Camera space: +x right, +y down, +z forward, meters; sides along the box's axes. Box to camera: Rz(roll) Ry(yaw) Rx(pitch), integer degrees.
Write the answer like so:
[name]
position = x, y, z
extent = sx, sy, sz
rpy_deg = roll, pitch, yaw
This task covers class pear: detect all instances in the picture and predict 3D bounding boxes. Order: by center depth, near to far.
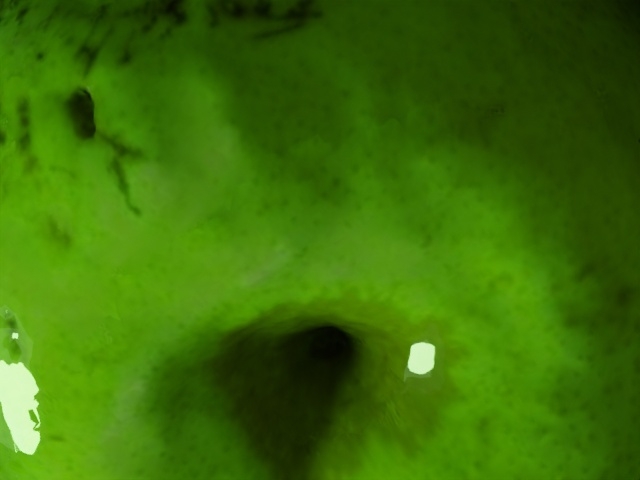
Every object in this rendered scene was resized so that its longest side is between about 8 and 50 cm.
[pear]
position = 0.000, 0.000, 0.841
extent = 0.391, 0.391, 0.391
rpy_deg = 58, 180, 0
